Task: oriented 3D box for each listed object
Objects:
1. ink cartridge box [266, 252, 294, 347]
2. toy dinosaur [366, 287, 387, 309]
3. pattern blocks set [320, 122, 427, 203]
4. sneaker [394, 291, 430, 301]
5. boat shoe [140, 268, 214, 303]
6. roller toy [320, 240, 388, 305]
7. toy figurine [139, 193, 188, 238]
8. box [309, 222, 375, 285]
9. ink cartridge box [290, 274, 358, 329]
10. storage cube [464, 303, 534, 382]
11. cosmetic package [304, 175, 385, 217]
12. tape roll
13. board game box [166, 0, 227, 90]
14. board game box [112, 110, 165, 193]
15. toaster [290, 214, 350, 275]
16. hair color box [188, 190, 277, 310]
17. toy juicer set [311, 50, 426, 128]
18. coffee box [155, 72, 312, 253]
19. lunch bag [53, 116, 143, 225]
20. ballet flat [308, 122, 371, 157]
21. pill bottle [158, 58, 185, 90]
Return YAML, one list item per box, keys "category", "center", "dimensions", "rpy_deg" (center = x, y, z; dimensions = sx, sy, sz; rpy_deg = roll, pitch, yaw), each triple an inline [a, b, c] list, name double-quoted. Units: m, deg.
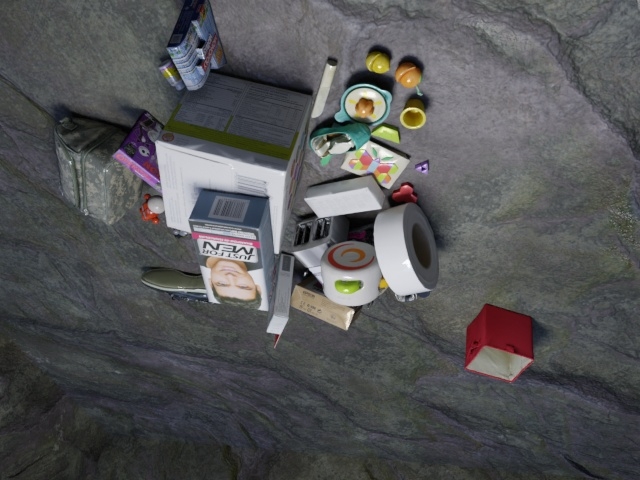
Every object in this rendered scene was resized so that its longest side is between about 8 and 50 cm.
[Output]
- category: "ink cartridge box"
  center: [-0.159, 0.224, 2.167]
  dimensions: [0.060, 0.275, 0.239]
  rpy_deg: [13, 141, -11]
- category: "toy dinosaur"
  center: [0.144, 0.225, 2.247]
  dimensions: [0.268, 0.064, 0.118]
  rpy_deg: [-6, 128, 18]
- category: "pattern blocks set"
  center: [0.164, -0.234, 1.766]
  dimensions: [0.325, 0.026, 0.285]
  rpy_deg: [14, 138, 2]
- category: "sneaker"
  center: [0.326, 0.174, 2.062]
  dimensions: [0.086, 0.163, 0.226]
  rpy_deg: [-14, 132, 26]
- category: "boat shoe"
  center: [-0.558, 0.197, 2.367]
  dimensions: [0.340, 0.127, 0.113]
  rpy_deg: [4, 126, -2]
- category: "roller toy"
  center: [0.101, 0.105, 1.814]
  dimensions: [0.191, 0.209, 0.146]
  rpy_deg: [34, 140, 44]
- category: "toy figurine"
  center: [-0.465, -0.127, 1.922]
  dimensions: [0.210, 0.213, 0.148]
  rpy_deg: [35, 150, -22]
- category: "box"
  center: [0.104, 0.066, 2.021]
  dimensions: [0.247, 0.142, 0.163]
  rpy_deg: [-16, 130, 29]
- category: "ink cartridge box"
  center: [0.028, 0.224, 2.139]
  dimensions: [0.235, 0.193, 0.088]
  rpy_deg: [22, 104, 12]
- category: "storage cube"
  center: [0.660, 0.380, 2.166]
  dimensions: [0.215, 0.193, 0.183]
  rpy_deg: [17, 138, -1]
- category: "cosmetic package"
  center: [0.075, -0.137, 1.845]
  dimensions: [0.239, 0.060, 0.099]
  rpy_deg: [-6, 140, 35]
- category: "tape roll"
  center: [0.275, 0.027, 1.827]
  dimensions: [0.100, 0.286, 0.286]
  rpy_deg: [-16, 130, 29]
- category: "board game box"
  center: [-0.313, -0.498, 1.526]
  dimensions: [0.060, 0.194, 0.194]
  rpy_deg: [3, 151, 15]
- category: "board game box"
  center: [-0.454, -0.223, 1.819]
  dimensions: [0.056, 0.208, 0.347]
  rpy_deg: [-26, 125, 39]
- category: "toaster"
  center: [0.000, 0.000, 1.948]
  dimensions: [0.168, 0.185, 0.110]
  rpy_deg: [-16, 137, 31]
- category: "hair color box"
  center: [-0.232, 0.038, 1.614]
  dimensions: [0.186, 0.113, 0.374]
  rpy_deg: [8, 142, 7]
- category: "toy juicer set"
  center: [0.117, -0.396, 1.556]
  dimensions: [0.329, 0.089, 0.209]
  rpy_deg: [4, 137, 12]
- category: "coffee box"
  center: [-0.232, -0.223, 1.656]
  dimensions: [0.338, 0.334, 0.337]
  rpy_deg: [13, 140, 2]
- category: "lunch bag"
  center: [-0.738, -0.232, 1.904]
  dimensions: [0.256, 0.212, 0.305]
  rpy_deg: [29, 138, 9]
- category: "ballet flat"
  center: [0.032, -0.278, 1.659]
  dimensions: [0.247, 0.087, 0.083]
  rpy_deg: [-4, 124, 48]
- category: "pill bottle"
  center: [-0.420, -0.471, 1.662]
  dimensions: [0.043, 0.043, 0.083]
  rpy_deg: [-12, 132, 27]
